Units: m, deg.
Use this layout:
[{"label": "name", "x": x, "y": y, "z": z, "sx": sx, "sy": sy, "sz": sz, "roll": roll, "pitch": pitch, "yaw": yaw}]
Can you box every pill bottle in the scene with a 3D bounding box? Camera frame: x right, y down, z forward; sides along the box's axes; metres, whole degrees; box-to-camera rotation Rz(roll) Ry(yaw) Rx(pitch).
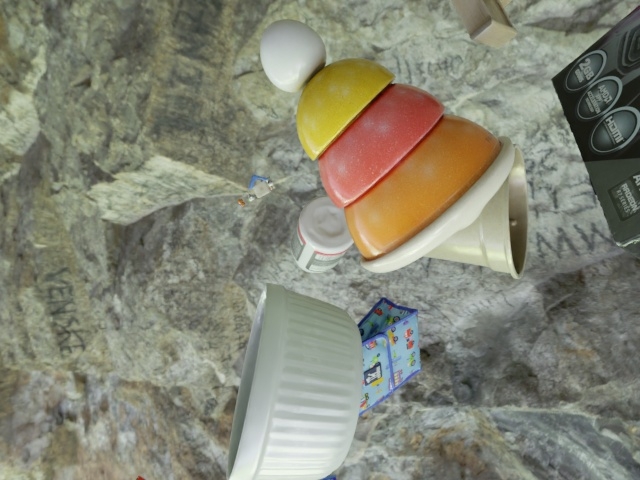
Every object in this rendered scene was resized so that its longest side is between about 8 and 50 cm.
[{"label": "pill bottle", "x": 0.000, "y": 0.000, "z": 1.310, "sx": 0.318, "sy": 0.176, "sz": 0.177, "roll": 119, "pitch": -38, "yaw": -68}]

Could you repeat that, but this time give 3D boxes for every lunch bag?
[{"label": "lunch bag", "x": 0.149, "y": 0.337, "z": 1.183, "sx": 0.138, "sy": 0.293, "sz": 0.221, "roll": 15, "pitch": -57, "yaw": 44}]

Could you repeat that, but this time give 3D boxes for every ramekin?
[{"label": "ramekin", "x": -0.030, "y": 0.160, "z": 0.464, "sx": 0.207, "sy": 0.108, "sz": 0.207, "roll": -167, "pitch": -90, "yaw": -81}]

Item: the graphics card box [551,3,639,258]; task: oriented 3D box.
[{"label": "graphics card box", "x": 0.362, "y": -0.156, "z": 0.267, "sx": 0.371, "sy": 0.094, "sz": 0.233, "roll": -45, "pitch": -149, "yaw": 48}]

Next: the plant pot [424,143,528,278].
[{"label": "plant pot", "x": 0.370, "y": -0.070, "z": 1.114, "sx": 0.305, "sy": 0.333, "sz": 0.334, "roll": -1, "pitch": -96, "yaw": 34}]

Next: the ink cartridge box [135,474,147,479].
[{"label": "ink cartridge box", "x": -0.203, "y": 0.322, "z": 0.442, "sx": 0.029, "sy": 0.063, "sz": 0.115, "roll": 12, "pitch": -128, "yaw": 8}]

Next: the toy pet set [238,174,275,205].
[{"label": "toy pet set", "x": -0.198, "y": -0.159, "z": 1.238, "sx": 0.065, "sy": 0.122, "sz": 0.114, "roll": 61, "pitch": -12, "yaw": -13}]

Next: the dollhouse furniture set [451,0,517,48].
[{"label": "dollhouse furniture set", "x": 0.394, "y": -0.510, "z": 0.678, "sx": 0.355, "sy": 0.303, "sz": 0.174, "roll": -31, "pitch": -101, "yaw": 45}]

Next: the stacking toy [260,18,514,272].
[{"label": "stacking toy", "x": 0.076, "y": -0.212, "z": 0.774, "sx": 0.480, "sy": 0.351, "sz": 0.350, "roll": 47, "pitch": -59, "yaw": -4}]

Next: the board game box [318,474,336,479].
[{"label": "board game box", "x": -0.025, "y": 0.527, "z": 0.768, "sx": 0.210, "sy": 0.047, "sz": 0.160, "roll": -47, "pitch": -134, "yaw": 52}]
